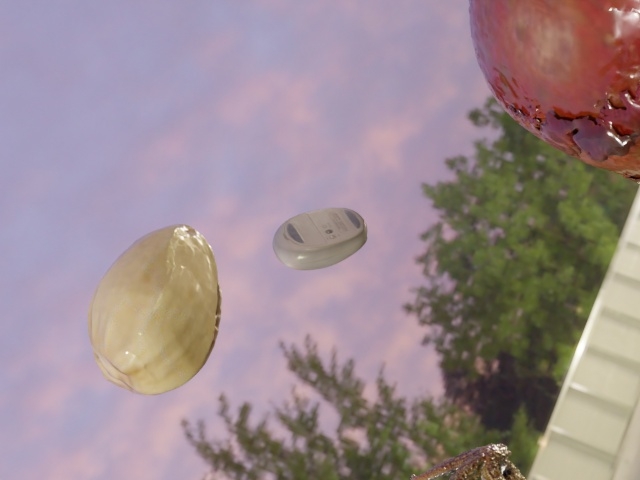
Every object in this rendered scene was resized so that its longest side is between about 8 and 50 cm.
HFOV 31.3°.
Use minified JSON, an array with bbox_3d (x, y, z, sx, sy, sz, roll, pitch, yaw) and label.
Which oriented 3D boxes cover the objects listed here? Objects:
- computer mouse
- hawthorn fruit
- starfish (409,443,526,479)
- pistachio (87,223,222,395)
[{"bbox_3d":[0.000,0.002,1.139,0.096,0.066,0.039,-15,-48,-18],"label":"computer mouse"},{"bbox_3d":[0.239,-0.187,0.820,0.316,0.316,0.316,21,-90,-76],"label":"hawthorn fruit"},{"bbox_3d":[0.136,0.189,0.959,0.130,0.133,0.041,-34,-58,-62],"label":"starfish"},{"bbox_3d":[-0.196,0.082,1.386,0.157,0.157,0.229,94,-170,-50],"label":"pistachio"}]
